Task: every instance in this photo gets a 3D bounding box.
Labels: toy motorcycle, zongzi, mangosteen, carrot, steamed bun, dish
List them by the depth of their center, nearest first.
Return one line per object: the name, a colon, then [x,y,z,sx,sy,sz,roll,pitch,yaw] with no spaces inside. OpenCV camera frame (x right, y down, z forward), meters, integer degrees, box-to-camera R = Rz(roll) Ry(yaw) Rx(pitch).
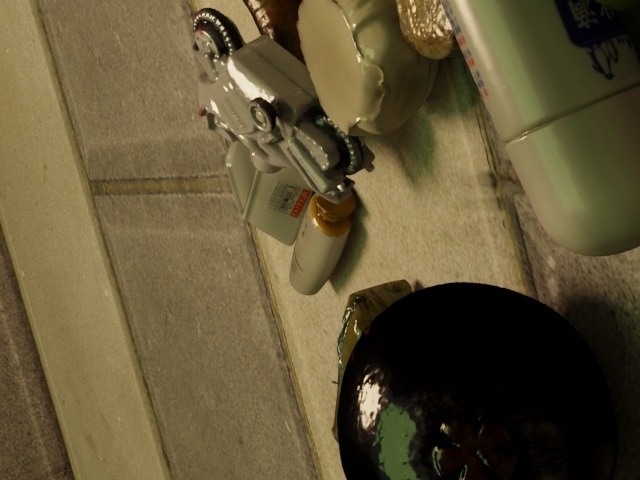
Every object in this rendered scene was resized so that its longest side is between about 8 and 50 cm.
mangosteen: [0.147,0.170,1.673,0.302,0.275,0.275,-37,-70,-79]
steamed bun: [0.053,-0.196,1.753,0.183,0.106,0.183,164,90,-70]
toy motorcycle: [-0.049,-0.134,1.903,0.260,0.110,0.171,42,151,23]
zongzi: [0.089,0.196,1.914,0.256,0.115,0.228,-115,22,-50]
carrot: [-0.038,-0.241,1.973,0.260,0.070,0.070,64,156,15]
dish: [-0.060,-0.110,2.086,0.234,0.064,0.154,111,147,-54]

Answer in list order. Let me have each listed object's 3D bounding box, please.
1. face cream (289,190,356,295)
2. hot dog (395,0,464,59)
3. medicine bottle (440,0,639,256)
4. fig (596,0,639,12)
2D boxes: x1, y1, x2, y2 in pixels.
face cream: [0.000,0.000,2.079,0.182,0.051,0.072,112,148,-56]
hot dog: [0.113,-0.287,1.587,0.162,0.082,0.270,-10,90,58]
medicine bottle: [0.186,-0.150,1.441,0.341,0.130,0.130,67,157,2]
fig: [0.223,-0.295,1.269,0.235,0.203,0.203,-53,51,23]
